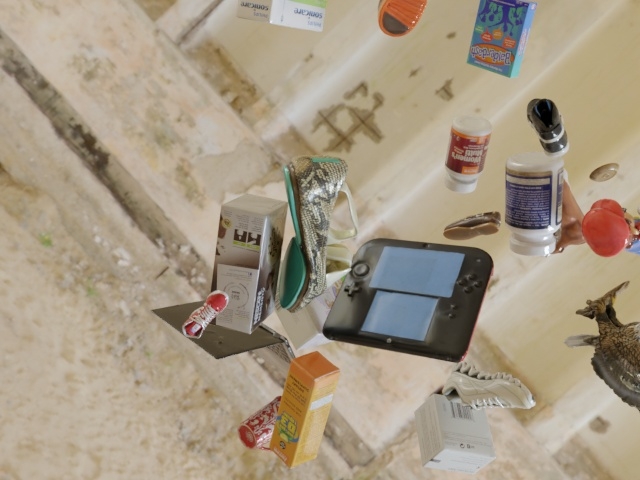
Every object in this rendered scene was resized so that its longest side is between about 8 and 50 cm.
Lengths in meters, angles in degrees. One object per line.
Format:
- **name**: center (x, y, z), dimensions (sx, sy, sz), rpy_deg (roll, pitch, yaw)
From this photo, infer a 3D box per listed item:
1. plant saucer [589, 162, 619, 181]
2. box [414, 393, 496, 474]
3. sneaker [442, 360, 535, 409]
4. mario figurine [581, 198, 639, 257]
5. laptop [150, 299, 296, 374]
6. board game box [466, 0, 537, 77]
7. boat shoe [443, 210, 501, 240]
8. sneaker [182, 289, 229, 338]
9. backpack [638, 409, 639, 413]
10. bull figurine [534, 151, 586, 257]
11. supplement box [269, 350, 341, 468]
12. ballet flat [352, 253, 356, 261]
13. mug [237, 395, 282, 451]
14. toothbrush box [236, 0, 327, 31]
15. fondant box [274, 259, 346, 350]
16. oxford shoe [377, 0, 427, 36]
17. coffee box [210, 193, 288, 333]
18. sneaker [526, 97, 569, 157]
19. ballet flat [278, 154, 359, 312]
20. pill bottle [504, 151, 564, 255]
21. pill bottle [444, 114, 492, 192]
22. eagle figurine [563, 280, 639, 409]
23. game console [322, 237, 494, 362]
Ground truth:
- **plant saucer**: center (0.789, -0.185, 1.921), dimensions (0.083, 0.083, 0.015), rpy_deg (43, 30, -57)
- **box**: center (0.388, 0.563, 2.017), dimensions (0.181, 0.119, 0.181), rpy_deg (14, 45, -19)
- **sneaker**: center (0.458, 0.422, 1.906), dimensions (0.292, 0.118, 0.110), rpy_deg (4, -46, 56)
- **mario figurine**: center (0.784, -0.044, 1.752), dimensions (0.321, 0.198, 0.170), rpy_deg (12, 29, -33)
- **laptop**: center (-0.297, 0.363, 2.323), dimensions (0.382, 0.236, 0.407), rpy_deg (25, -32, 42)
- **board game box**: center (0.515, -0.590, 1.984), dimensions (0.047, 0.210, 0.160), rpy_deg (-20, 39, -39)
- **boat shoe**: center (0.517, -0.051, 2.354), dimensions (0.073, 0.207, 0.073), rpy_deg (44, 50, -39)
- **sneaker**: center (-0.226, 0.147, 1.350), dimensions (0.042, 0.118, 0.067), rpy_deg (41, 33, -10)
- **backpack**: center (0.904, 0.383, 1.762), dimensions (0.152, 0.182, 0.115), rpy_deg (-13, 59, -35)
- **bull figurine**: center (0.673, -0.106, 2.037), dimensions (0.310, 0.188, 0.101), rpy_deg (59, 14, -4)
- **supplement box**: center (-0.034, 0.344, 1.403), dimensions (0.080, 0.233, 0.078), rpy_deg (-14, 36, -43)
- **ballet flat**: center (0.175, 0.108, 2.357), dimensions (0.342, 0.116, 0.124), rpy_deg (179, -90, -76)
- **mug**: center (-0.157, 0.584, 2.143), dimensions (0.169, 0.113, 0.150), rpy_deg (-23, 81, -43)
- **toothbrush box**: center (-0.078, -0.672, 1.698), dimensions (0.122, 0.283, 0.206), rpy_deg (20, 20, 34)
- **fondant box**: center (0.007, 0.168, 1.981), dimensions (0.330, 0.096, 0.238), rpy_deg (-4, 58, -51)
- **oxford shoe**: center (0.233, -0.659, 1.608), dimensions (0.130, 0.363, 0.132), rpy_deg (19, 41, -22)
- **coffee box**: center (-0.174, 0.052, 1.671), dimensions (0.119, 0.297, 0.168), rpy_deg (13, 16, 13)
- **sneaker**: center (0.542, -0.311, 1.674), dimensions (0.121, 0.079, 0.216), rpy_deg (56, 20, -39)
- **ballet flat**: center (0.000, 0.000, 1.623), dimensions (0.482, 0.182, 0.164), rpy_deg (95, -16, -45)
- **pill bottle**: center (0.586, -0.100, 1.910), dimensions (0.153, 0.153, 0.264), rpy_deg (-124, -153, -67)
- **pill bottle**: center (0.448, -0.264, 2.128), dimensions (0.121, 0.121, 0.221), rpy_deg (51, -33, 46)
- **eagle figurine**: center (0.719, 0.248, 1.566), dimensions (0.298, 0.226, 0.225), rpy_deg (57, 1, 21)
- **game console**: center (0.230, 0.140, 1.795), dimensions (0.387, 0.342, 0.060), rpy_deg (6, -43, 29)
